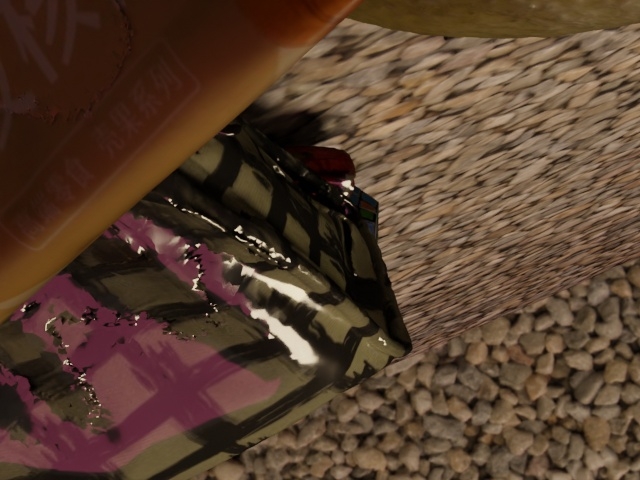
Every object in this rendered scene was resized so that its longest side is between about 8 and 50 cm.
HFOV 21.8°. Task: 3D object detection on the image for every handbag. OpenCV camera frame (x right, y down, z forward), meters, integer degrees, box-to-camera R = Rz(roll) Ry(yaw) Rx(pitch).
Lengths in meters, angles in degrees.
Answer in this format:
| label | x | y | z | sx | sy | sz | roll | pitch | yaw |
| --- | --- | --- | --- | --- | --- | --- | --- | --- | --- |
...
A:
| label | x | y | z | sx | sy | sz | roll | pitch | yaw |
| --- | --- | --- | --- | --- | --- | --- | --- | --- | --- |
| handbag | -0.146 | 0.044 | 1.003 | 0.325 | 0.163 | 0.327 | -29 | 147 | 10 |

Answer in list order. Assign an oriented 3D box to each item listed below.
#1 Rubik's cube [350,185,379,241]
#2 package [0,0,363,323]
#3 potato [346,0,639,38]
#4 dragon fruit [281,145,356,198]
| label | x | y | z | sx | sy | sz | roll | pitch | yaw |
| --- | --- | --- | --- | --- | --- | --- | --- | --- | --- |
| Rubik's cube | 0.000 | 0.000 | 1.337 | 0.111 | 0.093 | 0.111 | -22 | 167 | -5 |
| package | -0.088 | -0.136 | 0.431 | 0.165 | 0.221 | 0.311 | 12 | 149 | -33 |
| potato | 0.078 | -0.145 | 0.586 | 0.251 | 0.174 | 0.159 | 3 | 142 | 35 |
| dragon fruit | -0.060 | -0.024 | 1.193 | 0.161 | 0.121 | 0.127 | 8 | -160 | -19 |
